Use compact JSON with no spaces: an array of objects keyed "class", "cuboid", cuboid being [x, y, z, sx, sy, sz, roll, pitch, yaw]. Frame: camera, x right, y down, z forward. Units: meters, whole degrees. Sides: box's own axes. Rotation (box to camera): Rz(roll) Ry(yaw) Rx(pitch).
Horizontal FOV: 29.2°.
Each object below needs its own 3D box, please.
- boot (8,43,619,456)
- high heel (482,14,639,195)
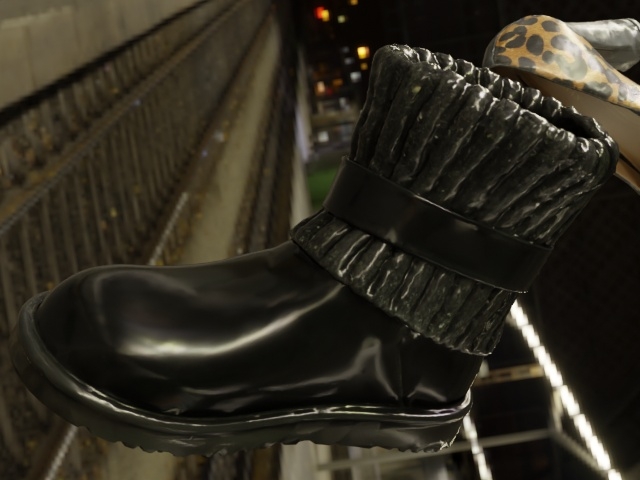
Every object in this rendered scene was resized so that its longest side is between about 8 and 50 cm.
[{"class":"boot","cuboid":[-0.001,-0.002,0.777,0.131,0.348,0.260,56,-49,46]},{"class":"high heel","cuboid":[0.228,-0.055,0.898,0.093,0.186,0.261,-49,-117,43]}]
